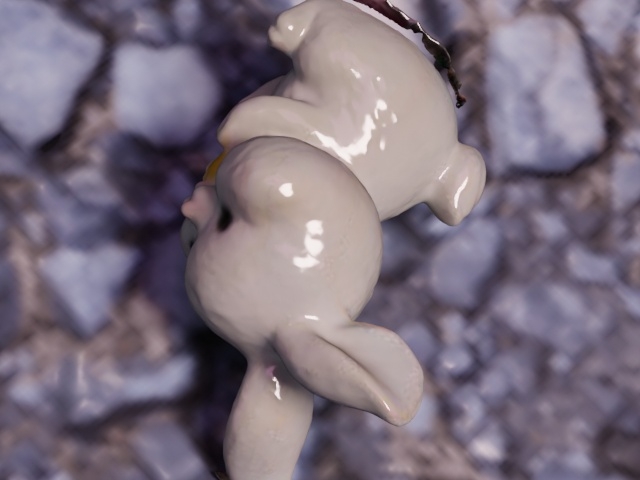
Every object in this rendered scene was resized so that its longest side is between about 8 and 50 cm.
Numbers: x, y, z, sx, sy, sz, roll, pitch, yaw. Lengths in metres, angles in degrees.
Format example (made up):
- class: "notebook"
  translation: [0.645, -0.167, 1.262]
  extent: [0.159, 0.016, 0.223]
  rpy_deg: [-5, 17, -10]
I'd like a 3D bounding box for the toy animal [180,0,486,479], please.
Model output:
- class: "toy animal"
  translation: [-0.005, -0.004, 0.552]
  extent: [0.085, 0.071, 0.124]
  rpy_deg: [40, 51, -14]
